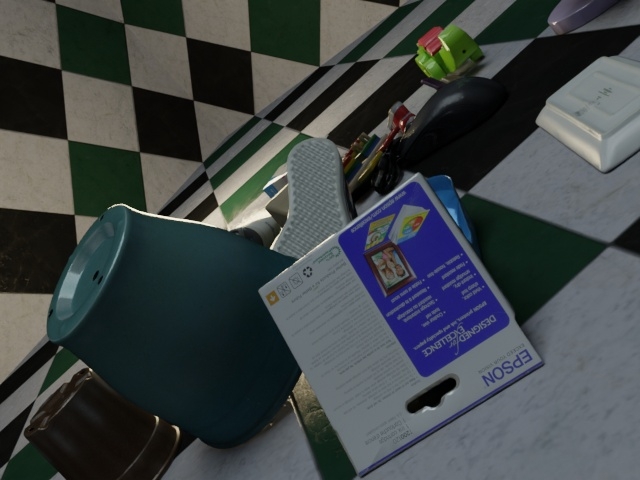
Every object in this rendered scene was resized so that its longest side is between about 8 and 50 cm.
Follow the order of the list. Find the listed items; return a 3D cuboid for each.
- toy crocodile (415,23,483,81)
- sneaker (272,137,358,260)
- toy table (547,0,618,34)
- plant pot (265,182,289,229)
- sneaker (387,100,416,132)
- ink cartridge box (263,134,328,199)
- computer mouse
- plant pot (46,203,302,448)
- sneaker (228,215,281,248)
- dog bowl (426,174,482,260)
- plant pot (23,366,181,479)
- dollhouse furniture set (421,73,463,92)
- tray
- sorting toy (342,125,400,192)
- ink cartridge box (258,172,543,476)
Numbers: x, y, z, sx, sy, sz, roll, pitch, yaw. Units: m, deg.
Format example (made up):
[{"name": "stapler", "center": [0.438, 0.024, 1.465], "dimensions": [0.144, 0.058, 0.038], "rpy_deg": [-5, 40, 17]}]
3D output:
[{"name": "toy crocodile", "center": [0.262, -0.413, 1.606], "dimensions": [0.115, 0.105, 0.340], "rpy_deg": [-39, 16, 12]}, {"name": "sneaker", "center": [0.000, 0.000, 1.150], "dimensions": [0.126, 0.127, 0.321], "rpy_deg": [-2, 55, 12]}, {"name": "toy table", "center": [0.469, -0.502, 1.257], "dimensions": [0.274, 0.161, 0.252], "rpy_deg": [-43, 16, -6]}, {"name": "plant pot", "center": [-0.013, -0.051, 1.328], "dimensions": [0.109, 0.109, 0.096], "rpy_deg": [-45, 28, -11]}, {"name": "sneaker", "center": [0.169, -0.226, 1.474], "dimensions": [0.042, 0.067, 0.118], "rpy_deg": [-45, -14, -4]}, {"name": "ink cartridge box", "center": [-0.040, -0.162, 1.743], "dimensions": [0.181, 0.061, 0.104], "rpy_deg": [-29, 21, 40]}, {"name": "computer mouse", "center": [0.191, -0.203, 1.290], "dimensions": [0.272, 0.072, 0.188], "rpy_deg": [-33, 17, 29]}, {"name": "plant pot", "center": [-0.185, 0.089, 0.937], "dimensions": [0.271, 0.255, 0.272], "rpy_deg": [-36, 38, 33]}, {"name": "sneaker", "center": [-0.191, 0.036, 1.559], "dimensions": [0.297, 0.111, 0.129], "rpy_deg": [-23, 9, 40]}, {"name": "dog bowl", "center": [0.112, 0.029, 0.873], "dimensions": [0.166, 0.074, 0.297], "rpy_deg": [-36, 18, 20]}, {"name": "plant pot", "center": [-0.315, 0.280, 1.056], "dimensions": [0.167, 0.165, 0.167], "rpy_deg": [-39, 17, 14]}, {"name": "dollhouse furniture set", "center": [0.249, -0.263, 1.426], "dimensions": [0.114, 0.091, 0.081], "rpy_deg": [-27, -42, -46]}, {"name": "tray", "center": [0.351, -0.170, 0.907], "dimensions": [0.145, 0.030, 0.270], "rpy_deg": [-39, 16, 13]}, {"name": "sorting toy", "center": [0.063, -0.142, 1.389], "dimensions": [0.132, 0.046, 0.274], "rpy_deg": [-55, 6, -13]}, {"name": "ink cartridge box", "center": [0.069, 0.079, 0.705], "dimensions": [0.206, 0.208, 0.045], "rpy_deg": [-36, -19, 17]}]
